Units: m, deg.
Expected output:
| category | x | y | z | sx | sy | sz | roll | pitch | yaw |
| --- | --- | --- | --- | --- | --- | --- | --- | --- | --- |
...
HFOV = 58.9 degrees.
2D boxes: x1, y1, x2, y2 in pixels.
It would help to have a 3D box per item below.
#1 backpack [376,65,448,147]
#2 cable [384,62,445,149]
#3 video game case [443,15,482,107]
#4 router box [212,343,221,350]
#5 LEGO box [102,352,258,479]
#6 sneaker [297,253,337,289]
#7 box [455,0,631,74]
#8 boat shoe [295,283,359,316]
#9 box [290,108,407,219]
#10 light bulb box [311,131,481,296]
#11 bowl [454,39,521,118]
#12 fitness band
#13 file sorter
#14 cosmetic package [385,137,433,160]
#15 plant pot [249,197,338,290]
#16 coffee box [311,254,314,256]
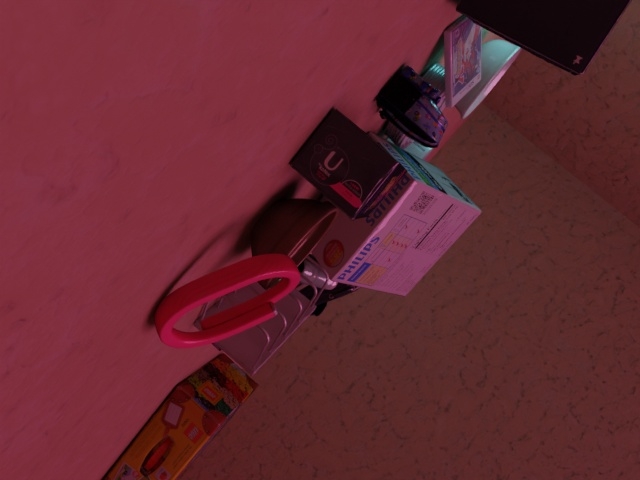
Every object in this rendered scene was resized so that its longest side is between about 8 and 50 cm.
| category | x | y | z | sx | sy | sz | roll | pitch | yaw |
| --- | --- | --- | --- | --- | --- | --- | --- | --- | --- |
| backpack | 0.227 | -0.299 | 1.317 | 0.117 | 0.173 | 0.158 | -50 | 172 | 6 |
| cable | 0.286 | -0.379 | 1.616 | 0.257 | 0.089 | 0.257 | -45 | 172 | -26 |
| video game case | 0.372 | -0.475 | 1.470 | 0.183 | 0.023 | 0.201 | -44 | 138 | -35 |
| router box | -0.257 | 0.255 | 1.792 | 0.133 | 0.046 | 0.179 | -54 | 172 | 32 |
| LEGO box | -0.494 | 0.689 | 2.040 | 0.500 | 0.193 | 0.372 | -51 | 173 | 14 |
| sneaker | -0.077 | 0.065 | 1.626 | 0.255 | 0.151 | 0.094 | 13 | -99 | 51 |
| box | 0.486 | -0.506 | 1.237 | 0.183 | 0.296 | 0.294 | -63 | 168 | 25 |
| boat shoe | -0.060 | 0.191 | 1.895 | 0.500 | 0.156 | 0.187 | -32 | -170 | 29 |
| box | 0.069 | -0.148 | 1.174 | 0.143 | 0.165 | 0.270 | -50 | 172 | 10 |
| light bulb box | 0.193 | -0.057 | 1.602 | 0.361 | 0.225 | 0.358 | 16 | 119 | -46 |
| bowl | 0.531 | -0.569 | 1.921 | 0.298 | 0.134 | 0.298 | -48 | 174 | -7 |
| fitness band | -0.173 | 0.120 | 1.091 | 0.290 | 0.054 | 0.209 | -24 | 154 | -9 |
| file sorter | -0.134 | 0.146 | 1.406 | 0.277 | 0.192 | 0.173 | -42 | 167 | -44 |
| cosmetic package | 0.223 | -0.222 | 1.862 | 0.224 | 0.138 | 0.224 | -45 | 172 | -23 |
| plant pot | -0.076 | -0.012 | 1.235 | 0.237 | 0.109 | 0.237 | -49 | 172 | -9 |
| coffee box | 0.029 | 0.028 | 2.374 | 0.184 | 0.040 | 0.113 | -47 | 173 | -15 |
